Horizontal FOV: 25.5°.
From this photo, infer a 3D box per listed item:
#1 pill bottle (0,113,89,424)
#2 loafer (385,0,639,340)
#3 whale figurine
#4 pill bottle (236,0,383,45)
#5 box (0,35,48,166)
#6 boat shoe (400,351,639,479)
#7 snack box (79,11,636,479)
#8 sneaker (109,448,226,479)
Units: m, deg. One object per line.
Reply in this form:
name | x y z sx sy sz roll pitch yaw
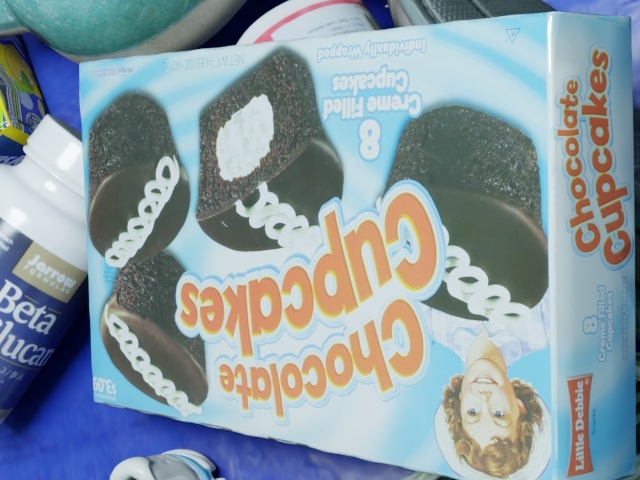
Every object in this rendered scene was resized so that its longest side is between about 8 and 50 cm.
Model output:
pill bottle | -0.176 0.016 0.808 0.094 0.094 0.169 37 93 27
loafer | 0.106 -0.050 0.698 0.267 0.096 0.084 50 135 38
whale figurine | -0.146 -0.218 0.825 0.216 0.141 0.272 -48 55 2
pill bottle | 0.023 -0.048 0.742 0.087 0.087 0.160 -36 64 11
box | -0.222 -0.118 0.884 0.054 0.059 0.169 -31 66 14
boat shoe | 0.051 0.151 0.672 0.302 0.094 0.109 -42 64 8
snack box | 0.000 0.000 0.661 0.322 0.060 0.187 2 96 48
sneaker | -0.097 0.201 0.732 0.071 0.083 0.190 -4 76 21
